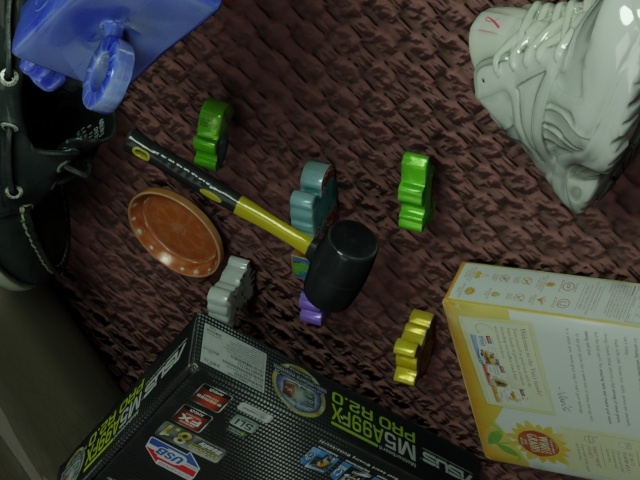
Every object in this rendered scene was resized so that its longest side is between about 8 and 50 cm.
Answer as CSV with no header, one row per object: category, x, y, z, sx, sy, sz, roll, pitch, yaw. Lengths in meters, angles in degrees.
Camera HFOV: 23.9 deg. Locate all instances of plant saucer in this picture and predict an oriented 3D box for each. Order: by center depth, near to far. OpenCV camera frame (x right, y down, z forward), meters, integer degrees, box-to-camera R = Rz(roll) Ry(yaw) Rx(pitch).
plant saucer,-0.108,-0.007,1.148,0.083,0.013,0.083,22,140,20

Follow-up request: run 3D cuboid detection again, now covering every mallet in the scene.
mallet,-0.051,-0.014,1.019,0.189,0.039,0.062,26,135,12

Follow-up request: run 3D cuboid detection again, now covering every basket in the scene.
basket,-0.275,0.090,1.263,0.204,0.154,0.227,12,136,45

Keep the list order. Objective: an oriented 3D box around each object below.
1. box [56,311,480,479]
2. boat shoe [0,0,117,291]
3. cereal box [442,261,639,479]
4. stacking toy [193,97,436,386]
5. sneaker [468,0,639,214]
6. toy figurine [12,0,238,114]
box,-0.042,0.195,1.189,0.270,0.060,0.216,30,124,-21
boat shoe,-0.199,-0.091,1.045,0.113,0.127,0.340,-3,132,5
cereal box,0.214,0.101,1.026,0.240,0.047,0.173,7,136,27
stacking toy,0.000,0.000,1.064,0.167,0.052,0.221,15,137,17
sneaker,0.128,-0.090,0.808,0.115,0.090,0.232,37,165,9
toy figurine,-0.054,-0.155,0.760,0.191,0.217,0.362,29,146,-27
